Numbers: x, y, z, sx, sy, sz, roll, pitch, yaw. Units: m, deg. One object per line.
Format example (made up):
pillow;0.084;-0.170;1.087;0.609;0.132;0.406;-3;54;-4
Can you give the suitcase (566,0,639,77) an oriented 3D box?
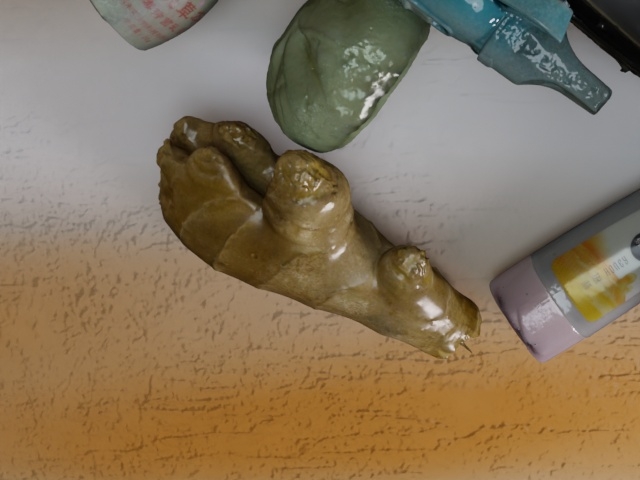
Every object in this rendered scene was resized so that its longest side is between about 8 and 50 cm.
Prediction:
suitcase;0.303;-0.329;1.491;0.434;0.194;0.283;37;97;-19

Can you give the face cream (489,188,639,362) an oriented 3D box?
face cream;0.313;0.019;1.703;0.269;0.073;0.107;-34;86;19

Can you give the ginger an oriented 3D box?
ginger;0.007;-0.018;1.700;0.375;0.166;0.236;12;130;-3

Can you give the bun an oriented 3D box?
bun;0.019;-0.186;1.621;0.118;0.195;0.195;38;109;-13

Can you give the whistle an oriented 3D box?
whistle;0.159;-0.213;1.523;0.274;0.186;0.093;39;89;4

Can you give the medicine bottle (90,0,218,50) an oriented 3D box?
medicine bottle;-0.159;-0.285;1.646;0.143;0.147;0.147;-30;100;15
